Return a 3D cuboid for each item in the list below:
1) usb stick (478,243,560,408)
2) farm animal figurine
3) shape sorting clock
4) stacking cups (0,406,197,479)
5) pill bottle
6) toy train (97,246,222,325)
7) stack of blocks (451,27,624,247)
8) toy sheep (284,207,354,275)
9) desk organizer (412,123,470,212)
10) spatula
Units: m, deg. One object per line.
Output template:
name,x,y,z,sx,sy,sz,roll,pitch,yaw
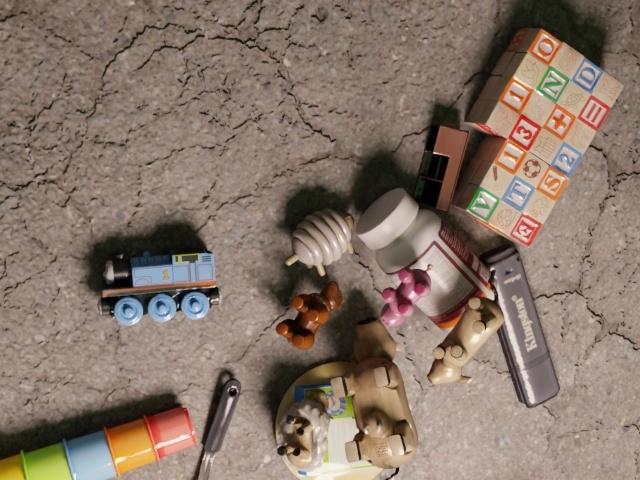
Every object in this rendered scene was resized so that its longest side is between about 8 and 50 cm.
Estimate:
usb stick,0.327,0.143,1.770,0.077,0.045,0.278,-22,104,-9
farm animal figurine,0.106,0.196,1.621,0.330,0.172,0.327,4,88,19
shape sorting clock,0.028,0.297,1.721,0.206,0.040,0.206,0,91,-18
stacking cups,-0.345,0.326,1.615,0.316,0.096,0.096,-17,104,-16
pill bottle,0.163,0.029,1.665,0.121,0.121,0.221,-46,107,-3
toy train,-0.238,0.066,1.594,0.184,0.080,0.105,-4,92,-12
stack of blocks,0.318,-0.161,1.689,0.171,0.087,0.297,29,92,-18
toy sheep,0.000,0.000,1.638,0.132,0.091,0.091,-40,108,-24
desk organizer,0.187,-0.115,1.685,0.050,0.047,0.130,12,97,-14
spatula,-0.177,0.354,1.683,0.084,0.030,0.297,14,96,-20
